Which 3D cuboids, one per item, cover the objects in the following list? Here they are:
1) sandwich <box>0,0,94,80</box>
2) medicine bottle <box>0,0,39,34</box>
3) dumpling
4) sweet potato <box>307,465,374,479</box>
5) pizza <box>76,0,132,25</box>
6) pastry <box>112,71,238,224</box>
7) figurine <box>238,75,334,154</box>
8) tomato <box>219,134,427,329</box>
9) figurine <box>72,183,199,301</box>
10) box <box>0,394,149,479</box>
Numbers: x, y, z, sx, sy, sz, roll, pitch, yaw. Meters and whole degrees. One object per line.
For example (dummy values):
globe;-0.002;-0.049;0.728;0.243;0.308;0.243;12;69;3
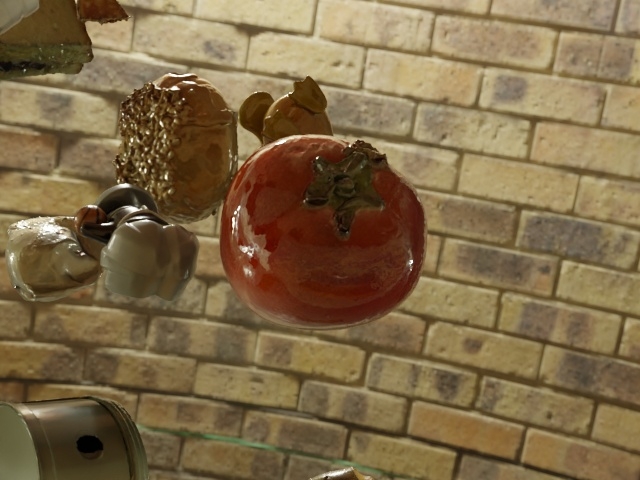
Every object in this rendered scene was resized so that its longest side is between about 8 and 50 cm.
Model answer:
sandwich;-0.649;-0.452;1.632;0.325;0.262;0.131;-12;-22;-37
medicine bottle;-0.503;-0.250;0.898;0.332;0.190;0.190;-41;31;-17
dumpling;-0.620;0.027;1.897;0.226;0.243;0.175;-18;-10;-20
sweet potato;-0.023;0.430;1.337;0.243;0.077;0.077;-18;9;4
pizza;-0.415;-0.424;1.494;0.100;0.029;0.099;45;51;-3
pastry;-0.296;-0.174;1.589;0.184;0.316;0.285;-12;64;-41
figurine;-0.064;-0.229;1.726;0.215;0.215;0.228;3;6;-32
tomato;0.000;0.000;1.226;0.321;0.322;0.321;9;10;-2
figurine;-0.298;0.004;1.315;0.176;0.133;0.236;5;24;-35
box;-0.346;0.319;1.060;0.149;0.226;0.226;5;10;-44
